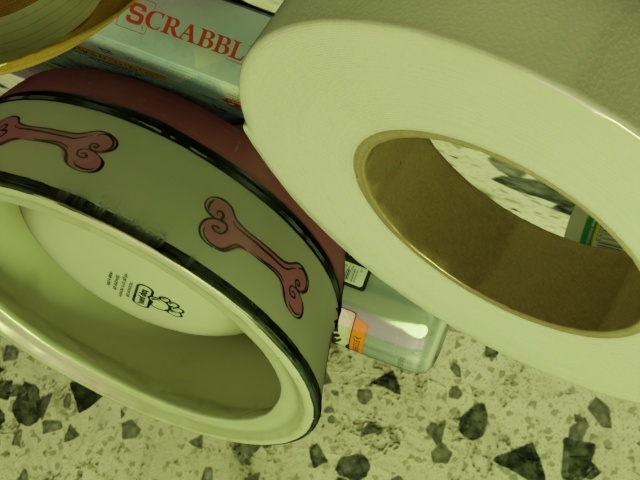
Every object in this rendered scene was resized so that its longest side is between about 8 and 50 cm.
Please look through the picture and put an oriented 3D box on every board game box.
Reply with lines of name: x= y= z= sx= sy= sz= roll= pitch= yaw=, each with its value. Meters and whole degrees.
board game box: x=-0.164 y=-0.163 z=1.112 sx=0.318 sy=0.066 sz=0.318 roll=21 pitch=173 yaw=3

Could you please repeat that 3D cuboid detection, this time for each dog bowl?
dog bowl: x=-0.158 y=0.013 z=1.141 sx=0.407 sy=0.150 sz=0.408 roll=21 pitch=153 yaw=11

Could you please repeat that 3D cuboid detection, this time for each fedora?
fedora: x=-0.197 y=-0.177 z=0.797 sx=0.194 sy=0.194 sz=0.079 roll=17 pitch=140 yaw=34

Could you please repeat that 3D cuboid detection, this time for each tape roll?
tape roll: x=0.126 y=-0.028 z=0.804 sx=0.392 sy=0.072 sz=0.392 roll=28 pitch=160 yaw=11

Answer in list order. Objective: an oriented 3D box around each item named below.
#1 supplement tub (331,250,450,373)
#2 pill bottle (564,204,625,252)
supplement tub: x=0.000 y=0.000 z=1.359 sx=0.316 sy=0.194 sz=0.193 roll=21 pitch=174 yaw=9
pill bottle: x=0.293 y=0.024 z=0.946 sx=0.208 sy=0.118 sz=0.117 roll=16 pitch=171 yaw=39
